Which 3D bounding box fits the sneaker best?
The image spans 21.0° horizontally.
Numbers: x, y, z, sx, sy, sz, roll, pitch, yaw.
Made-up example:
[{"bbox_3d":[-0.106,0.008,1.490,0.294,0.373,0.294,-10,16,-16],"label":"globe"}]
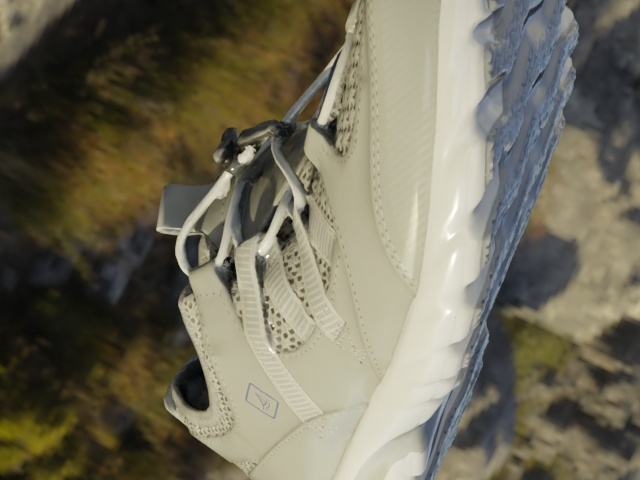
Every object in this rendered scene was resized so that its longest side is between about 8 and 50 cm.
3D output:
[{"bbox_3d":[0.000,0.000,0.532,0.281,0.115,0.105,102,12,-45],"label":"sneaker"}]
